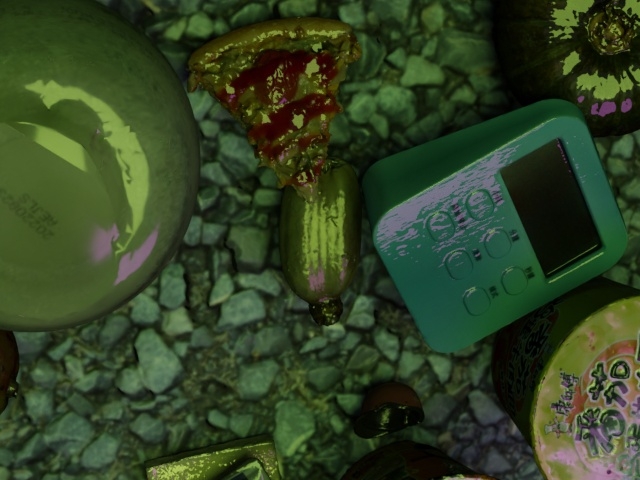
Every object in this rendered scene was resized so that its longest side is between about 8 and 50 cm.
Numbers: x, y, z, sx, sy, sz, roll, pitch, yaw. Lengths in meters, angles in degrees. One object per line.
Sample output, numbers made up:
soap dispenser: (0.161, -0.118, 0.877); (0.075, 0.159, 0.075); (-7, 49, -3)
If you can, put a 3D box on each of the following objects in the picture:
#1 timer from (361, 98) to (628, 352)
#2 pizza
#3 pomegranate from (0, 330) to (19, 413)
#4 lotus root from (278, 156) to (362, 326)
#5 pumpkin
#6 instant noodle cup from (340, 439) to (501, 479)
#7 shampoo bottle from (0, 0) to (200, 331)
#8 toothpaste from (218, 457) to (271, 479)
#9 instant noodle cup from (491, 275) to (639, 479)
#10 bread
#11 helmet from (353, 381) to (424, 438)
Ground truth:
timer: (0.192, -0.014, 1.678); (0.250, 0.091, 0.232); (-23, 128, 10)
pizza: (-0.033, -0.135, 1.634); (0.188, 0.062, 0.198); (-17, 85, -10)
pomegranate: (-0.396, 0.114, 1.583); (0.205, 0.159, 0.159); (29, 95, 8)
lotus root: (0.000, 0.000, 1.698); (0.090, 0.077, 0.183); (-3, 99, -7)
pumpkin: (0.292, -0.218, 1.687); (0.224, 0.157, 0.223); (0, 89, -3)
instant noodle cup: (0.118, 0.335, 1.759); (0.230, 0.182, 0.230); (-4, 104, -15)
shampoo bottle: (-0.270, -0.074, 1.477); (0.323, 0.317, 0.322); (-4, 103, -17)
toothpaste: (-0.032, 0.352, 1.780); (0.069, 0.047, 0.268); (-19, 123, 31)
instant noodle cup: (0.316, 0.159, 1.762); (0.264, 0.200, 0.264); (-4, 105, -15)
bread: (-0.119, 0.263, 1.757); (0.154, 0.028, 0.068); (-12, 106, -12)
helmet: (0.074, 0.186, 1.781); (0.084, 0.049, 0.065); (-19, 146, 15)
